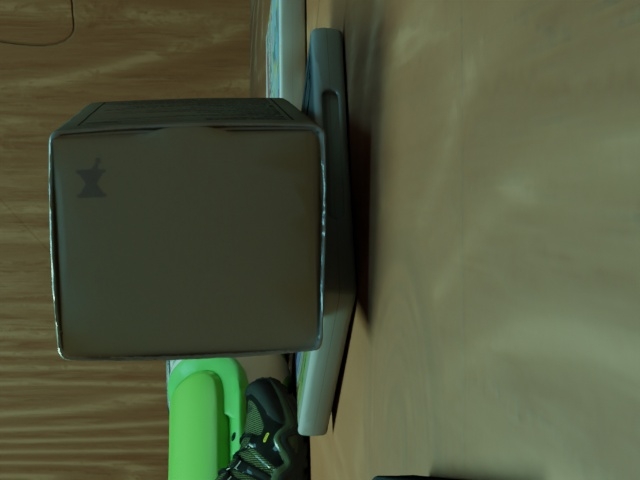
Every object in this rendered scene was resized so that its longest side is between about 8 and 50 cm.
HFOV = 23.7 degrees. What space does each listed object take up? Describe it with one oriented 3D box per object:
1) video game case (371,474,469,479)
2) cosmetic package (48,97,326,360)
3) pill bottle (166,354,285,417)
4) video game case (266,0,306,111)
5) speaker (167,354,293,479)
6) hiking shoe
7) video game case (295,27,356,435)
[{"bbox_3d":[0.039,0.215,0.490,0.196,0.026,0.274,119,150,-81],"label":"video game case"},{"bbox_3d":[-0.082,-0.019,0.951,0.296,0.153,0.129,-115,24,-82],"label":"cosmetic package"},{"bbox_3d":[-0.103,0.140,1.659,0.130,0.131,0.245,-94,6,-46],"label":"pill bottle"},{"bbox_3d":[-0.035,-0.140,1.453,0.285,0.025,0.204,117,153,-80],"label":"video game case"},{"bbox_3d":[-0.083,0.226,1.426,0.131,0.131,0.296,95,174,-48],"label":"speaker"},{"bbox_3d":[-0.068,0.217,1.288,0.086,0.114,0.226,100,169,-56],"label":"hiking shoe"},{"bbox_3d":[0.000,0.000,1.009,0.212,0.023,0.193,99,170,-59],"label":"video game case"}]
